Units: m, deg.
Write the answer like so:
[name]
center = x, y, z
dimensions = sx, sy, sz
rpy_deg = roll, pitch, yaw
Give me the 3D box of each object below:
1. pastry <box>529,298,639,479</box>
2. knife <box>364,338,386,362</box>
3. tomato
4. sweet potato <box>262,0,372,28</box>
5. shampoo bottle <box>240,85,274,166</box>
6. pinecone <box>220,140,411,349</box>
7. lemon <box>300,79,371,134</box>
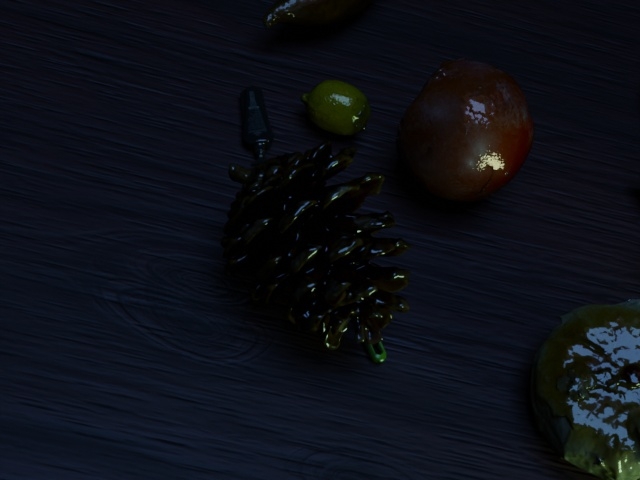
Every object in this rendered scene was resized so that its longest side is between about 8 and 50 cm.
[pastry]
center = 0.403, 0.199, 1.523
dimensions = 0.236, 0.120, 0.257
rpy_deg = -29, 64, -11
[knife]
center = 0.053, 0.078, 1.592
dimensions = 0.054, 0.015, 0.212
rpy_deg = -8, 61, -27
[tomato]
center = 0.219, -0.159, 1.664
dimensions = 0.184, 0.208, 0.208
rpy_deg = 36, 58, 6
[sweet potato]
center = 0.037, -0.417, 1.832
dimensions = 0.112, 0.112, 0.359
rpy_deg = 45, 56, 13
[shampoo bottle]
center = -0.096, -0.169, 1.694
dimensions = 0.048, 0.027, 0.137
rpy_deg = -8, 61, -4
[pinecone]
center = 0.000, 0.000, 1.497
dimensions = 0.244, 0.244, 0.309
rpy_deg = -33, 80, -28
[lemon]
center = 0.023, -0.203, 1.713
dimensions = 0.111, 0.082, 0.082
rpy_deg = 24, 57, 1
